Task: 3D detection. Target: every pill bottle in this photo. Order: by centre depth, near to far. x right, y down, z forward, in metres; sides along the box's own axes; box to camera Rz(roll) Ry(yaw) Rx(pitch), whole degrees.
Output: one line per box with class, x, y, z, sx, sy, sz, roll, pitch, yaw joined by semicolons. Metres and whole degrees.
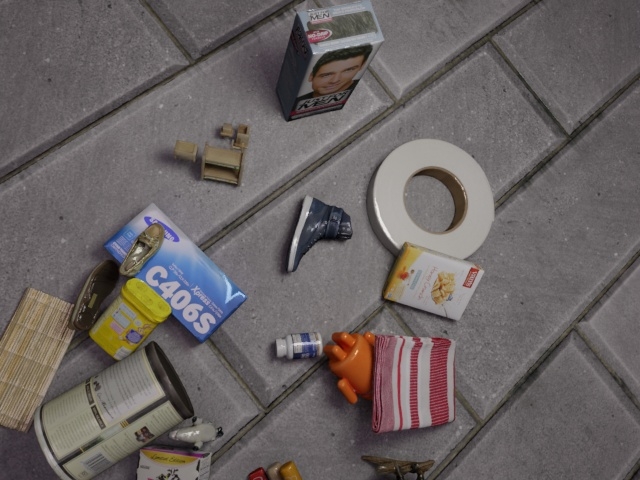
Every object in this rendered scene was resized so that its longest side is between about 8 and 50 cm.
pill bottle;-0.059;0.281;1.271;0.120;0.067;0.067;-2;80;-13

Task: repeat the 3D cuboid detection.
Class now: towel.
towel;0.260;0.375;1.268;0.328;0.037;0.237;12;76;-40

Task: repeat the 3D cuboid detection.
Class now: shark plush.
shark plush;-0.289;0.458;1.153;0.067;0.161;0.073;-20;75;21

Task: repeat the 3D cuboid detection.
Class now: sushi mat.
sushi mat;-0.705;0.284;1.148;0.151;0.019;0.317;22;76;-9

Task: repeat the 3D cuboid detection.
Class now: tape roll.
tape roll;0.332;-0.112;1.433;0.391;0.072;0.392;2;79;-12

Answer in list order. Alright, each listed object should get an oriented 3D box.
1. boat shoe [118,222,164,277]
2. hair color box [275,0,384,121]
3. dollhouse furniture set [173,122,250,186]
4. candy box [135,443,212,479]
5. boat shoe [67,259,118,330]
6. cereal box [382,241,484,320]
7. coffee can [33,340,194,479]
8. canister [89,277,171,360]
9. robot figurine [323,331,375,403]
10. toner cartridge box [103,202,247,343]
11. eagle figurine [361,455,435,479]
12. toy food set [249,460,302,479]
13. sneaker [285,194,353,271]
boat shoe;-0.435;0.021;1.164;0.056;0.048;0.153;37;75;-4
hair color box;0.007;-0.456;1.263;0.185;0.374;0.114;-18;84;-15
dollhouse furniture set;-0.297;-0.250;1.322;0.181;0.101;0.161;10;53;-10
candy box;-0.352;0.611;1.113;0.159;0.071;0.234;2;77;12
boat shoe;-0.569;0.132;1.178;0.068;0.072;0.190;50;43;-37
cereal box;0.318;0.117;1.356;0.240;0.047;0.173;17;111;-9
coffee can;-0.460;0.387;1.090;0.275;0.201;0.202;-29;87;-16
canister;-0.463;0.194;1.157;0.126;0.073;0.170;43;104;-2
robot figurine;0.108;0.334;1.263;0.219;0.158;0.128;42;116;-12
toner cartridge box;-0.368;0.085;1.233;0.348;0.075;0.165;44;73;-2
eagle figurine;0.228;0.711;1.200;0.225;0.226;0.299;12;71;-31
toy food set;-0.149;0.632;1.163;0.232;0.111;0.105;-27;88;-9
sneaker;0.001;-0.001;1.328;0.163;0.086;0.226;19;75;-6
